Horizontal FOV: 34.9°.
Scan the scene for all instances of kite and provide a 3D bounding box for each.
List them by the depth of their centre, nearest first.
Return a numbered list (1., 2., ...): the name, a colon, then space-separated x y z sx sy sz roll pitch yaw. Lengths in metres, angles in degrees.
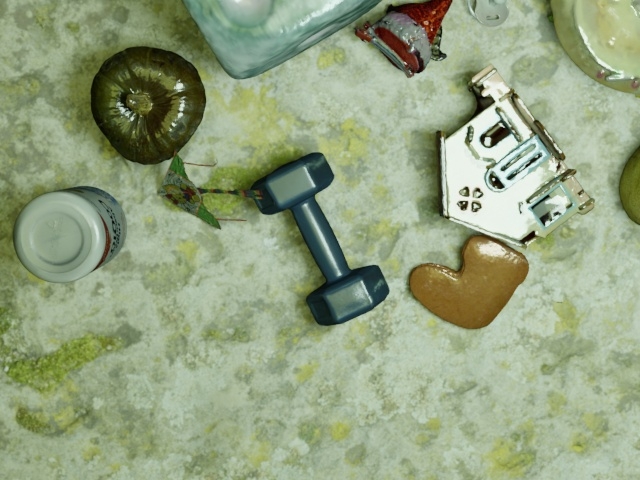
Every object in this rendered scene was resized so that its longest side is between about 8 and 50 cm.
1. kite: -0.211 -0.095 1.905 0.244 0.006 0.198 0 131 31

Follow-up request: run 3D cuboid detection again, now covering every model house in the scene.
1. model house: 0.314 -0.127 1.885 0.244 0.169 0.326 -36 95 6

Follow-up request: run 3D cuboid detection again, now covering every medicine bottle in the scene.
1. medicine bottle: -0.438 -0.018 1.835 0.157 0.288 0.156 0 96 0

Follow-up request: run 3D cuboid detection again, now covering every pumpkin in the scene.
1. pumpkin: -0.321 -0.257 1.879 0.219 0.162 0.218 1 98 4

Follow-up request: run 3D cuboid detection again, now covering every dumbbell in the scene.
1. dumbbell: 0.000 0.000 1.909 0.144 0.156 0.316 -23 95 32

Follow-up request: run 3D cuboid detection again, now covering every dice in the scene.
1. dice: -0.095 -0.499 1.769 0.328 0.330 0.348 -29 96 2

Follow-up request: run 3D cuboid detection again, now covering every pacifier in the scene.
1. pacifier: 0.319 -0.449 1.896 0.082 0.078 0.099 -8 96 -16

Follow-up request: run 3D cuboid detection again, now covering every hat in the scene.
1. hat: 0.190 -0.417 1.903 0.140 0.129 0.227 39 76 19

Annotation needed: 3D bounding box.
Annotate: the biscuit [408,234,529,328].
1. biscuit: 0.280 0.071 1.946 0.186 0.036 0.192 32 109 -4

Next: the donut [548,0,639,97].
1. donut: 0.569 -0.462 1.859 0.307 0.150 0.371 26 95 -2

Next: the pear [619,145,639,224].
1. pear: 0.672 -0.116 1.871 0.229 0.188 0.211 11 98 2
